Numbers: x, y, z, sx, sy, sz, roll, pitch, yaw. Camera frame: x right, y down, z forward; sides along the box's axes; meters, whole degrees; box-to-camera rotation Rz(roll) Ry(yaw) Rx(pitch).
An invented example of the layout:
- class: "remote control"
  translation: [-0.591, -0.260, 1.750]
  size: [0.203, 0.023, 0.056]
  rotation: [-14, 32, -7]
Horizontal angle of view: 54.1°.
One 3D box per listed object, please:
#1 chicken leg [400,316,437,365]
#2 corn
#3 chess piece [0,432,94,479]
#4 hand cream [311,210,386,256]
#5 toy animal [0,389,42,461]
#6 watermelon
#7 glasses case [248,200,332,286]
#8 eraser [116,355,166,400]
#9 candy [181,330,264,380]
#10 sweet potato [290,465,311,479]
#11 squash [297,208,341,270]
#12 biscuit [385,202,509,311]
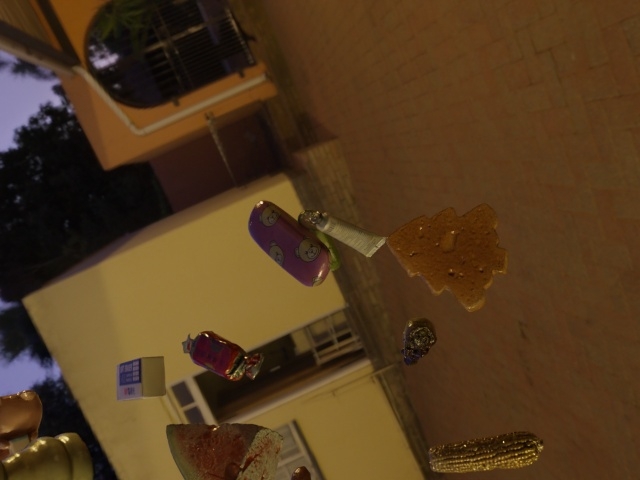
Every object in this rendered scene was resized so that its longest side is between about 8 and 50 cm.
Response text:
- class: "chicken leg"
  translation: [0.200, 0.227, 1.335]
  size: [0.070, 0.093, 0.178]
  rotation: [30, 152, 15]
- class: "corn"
  translation: [0.458, 0.591, 1.743]
  size: [0.097, 0.320, 0.097]
  rotation: [-14, -90, -73]
- class: "chess piece"
  translation: [-0.642, 0.482, 1.236]
  size: [0.330, 0.182, 0.182]
  rotation: [12, -136, -48]
- class: "hand cream"
  translation: [0.075, -0.019, 1.692]
  size: [0.234, 0.080, 0.050]
  rotation: [25, -151, -34]
- class: "toy animal"
  translation: [-0.831, 0.552, 1.700]
  size: [0.213, 0.195, 0.256]
  rotation: [-28, 70, 45]
- class: "watermelon"
  translation: [-0.208, 0.481, 1.430]
  size: [0.261, 0.201, 0.213]
  rotation: [36, 173, 35]
- class: "glasses case"
  translation: [-0.089, 0.005, 1.709]
  size: [0.076, 0.123, 0.316]
  rotation: [-1, -148, -49]
- class: "eraser"
  translation: [-0.570, 0.439, 1.975]
  size: [0.279, 0.081, 0.124]
  rotation: [-24, 67, 53]
- class: "candy"
  translation: [-0.231, 0.262, 1.439]
  size: [0.292, 0.086, 0.059]
  rotation: [11, 167, 45]
- class: "sweet potato"
  translation: [-0.082, 0.761, 1.598]
  size: [0.106, 0.095, 0.355]
  rotation: [53, -133, -44]
- class: "squash"
  translation: [0.000, 0.000, 1.807]
  size: [0.239, 0.069, 0.069]
  rotation: [60, -178, -38]
- class: "biscuit"
  translation: [0.244, 0.021, 1.217]
  size: [0.041, 0.238, 0.212]
  rotation: [55, -134, -78]
